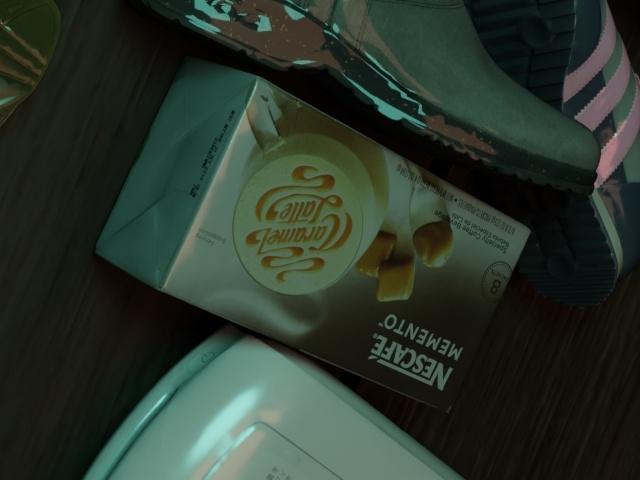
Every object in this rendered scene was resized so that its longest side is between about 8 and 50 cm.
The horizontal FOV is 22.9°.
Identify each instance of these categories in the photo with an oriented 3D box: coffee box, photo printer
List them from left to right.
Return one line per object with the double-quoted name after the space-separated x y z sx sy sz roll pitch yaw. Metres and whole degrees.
-0.033 0.219 1.049 0.307 0.107 0.256 40 80 -34 "photo printer"
0.000 0.000 1.015 0.246 0.098 0.141 27 88 -36 "coffee box"

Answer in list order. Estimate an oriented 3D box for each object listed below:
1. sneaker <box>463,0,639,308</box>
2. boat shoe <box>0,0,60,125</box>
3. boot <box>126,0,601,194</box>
0.172 -0.120 1.110 0.131 0.112 0.319 -37 124 -42 "sneaker"
-0.203 -0.079 0.897 0.056 0.048 0.153 31 78 -24 "boat shoe"
0.068 -0.177 0.966 0.338 0.118 0.222 24 89 -23 "boot"
